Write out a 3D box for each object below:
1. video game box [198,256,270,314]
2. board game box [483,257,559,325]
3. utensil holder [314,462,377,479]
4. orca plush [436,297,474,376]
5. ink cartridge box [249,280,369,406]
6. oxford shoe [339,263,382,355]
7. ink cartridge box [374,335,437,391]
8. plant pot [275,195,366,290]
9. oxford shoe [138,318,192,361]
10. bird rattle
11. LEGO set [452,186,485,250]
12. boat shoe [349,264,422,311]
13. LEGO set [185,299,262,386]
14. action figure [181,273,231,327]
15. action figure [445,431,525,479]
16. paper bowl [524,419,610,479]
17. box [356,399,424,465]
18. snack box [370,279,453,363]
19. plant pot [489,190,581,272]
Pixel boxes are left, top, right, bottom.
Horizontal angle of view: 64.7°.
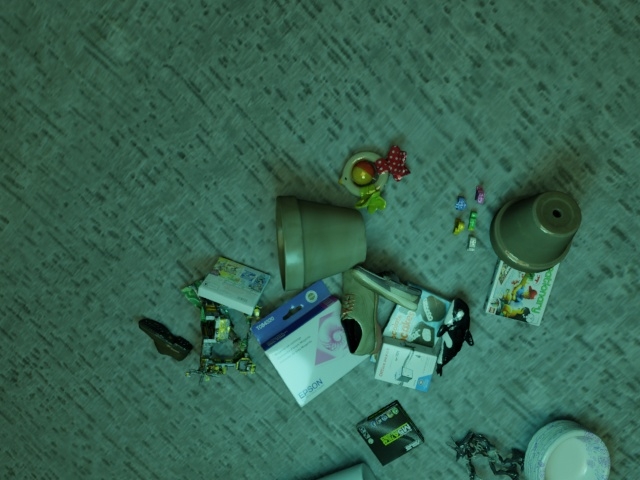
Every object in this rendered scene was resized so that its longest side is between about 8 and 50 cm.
[{"bbox_3d":[-0.306,0.159,1.809,0.205,0.187,0.048,21,129,3],"label":"video game box"},{"bbox_3d":[0.705,0.127,1.758,0.192,0.053,0.306,14,100,4],"label":"board game box"},{"bbox_3d":[0.038,1.028,1.839,0.385,0.327,0.328,-26,95,7],"label":"utensil holder"},{"bbox_3d":[0.475,0.349,1.757,0.102,0.151,0.288,28,104,40],"label":"orca plush"},{"bbox_3d":[-0.031,0.362,1.808,0.324,0.071,0.330,-34,95,-14],"label":"ink cartridge box"},{"bbox_3d":[0.126,0.227,1.759,0.122,0.130,0.349,-22,74,38],"label":"oxford shoe"},{"bbox_3d":[0.296,0.432,1.775,0.190,0.082,0.140,13,101,3],"label":"ink cartridge box"},{"bbox_3d":[0.000,0.000,1.706,0.280,0.323,0.324,-5,98,-7],"label":"plant pot"},{"bbox_3d":[-0.609,0.386,1.929,0.227,0.083,0.096,36,105,1],"label":"oxford shoe"},{"bbox_3d":[0.175,-0.225,1.731,0.206,0.143,0.254,31,98,17],"label":"bird rattle"},{"bbox_3d":[0.501,-0.071,1.729,0.086,0.093,0.228,7,99,5],"label":"LEGO set"},{"bbox_3d":[0.227,0.146,1.713,0.285,0.102,0.093,30,81,-19],"label":"boat shoe"},{"bbox_3d":[-0.326,0.362,1.803,0.254,0.192,0.332,13,98,-20],"label":"LEGO set"},{"bbox_3d":[-0.408,0.254,1.899,0.137,0.063,0.232,-29,98,7],"label":"action figure"},{"bbox_3d":[0.597,0.794,1.831,0.275,0.141,0.164,16,112,2],"label":"action figure"},{"bbox_3d":[0.845,0.772,1.770,0.283,0.148,0.285,-1,95,-14],"label":"paper bowl"},{"bbox_3d":[0.262,0.726,1.903,0.190,0.045,0.184,-34,91,11],"label":"box"},{"bbox_3d":[0.329,0.328,1.826,0.187,0.060,0.322,24,101,2],"label":"snack box"},{"bbox_3d":[0.702,-0.047,1.599,0.262,0.229,0.263,1,73,-2],"label":"plant pot"}]
